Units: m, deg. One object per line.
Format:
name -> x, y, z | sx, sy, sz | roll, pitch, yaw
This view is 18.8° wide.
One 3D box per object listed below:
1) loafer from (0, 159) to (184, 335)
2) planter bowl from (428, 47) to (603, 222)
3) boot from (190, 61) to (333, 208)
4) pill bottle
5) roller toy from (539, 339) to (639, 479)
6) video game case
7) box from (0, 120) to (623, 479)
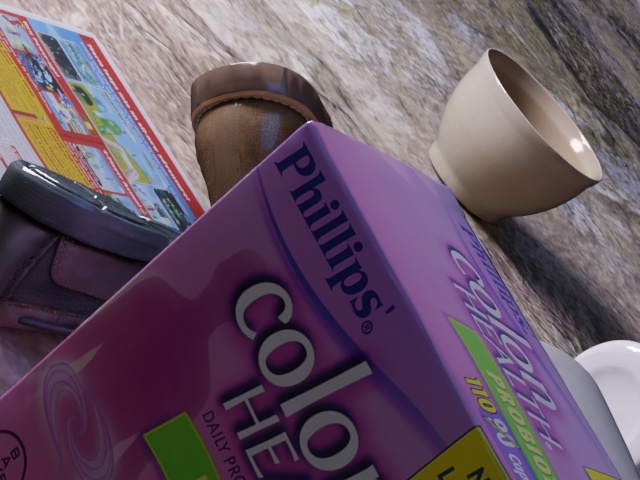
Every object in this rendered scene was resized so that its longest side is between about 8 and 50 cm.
loafer -> -0.098, 0.032, 1.073 | 0.096, 0.084, 0.267 | 30, 1, 37
planter bowl -> 0.171, -0.085, 1.811 | 0.162, 0.109, 0.162 | 42, 21, -20
boot -> 0.000, 0.000, 1.305 | 0.305, 0.112, 0.115 | 40, 42, -55
pill bottle -> 0.287, 0.168, 1.564 | 0.221, 0.121, 0.121 | 29, 28, -45
roller toy -> 0.076, 0.155, 1.017 | 0.209, 0.191, 0.146 | 34, 25, -38
video game case -> -0.175, -0.067, 1.146 | 0.204, 0.025, 0.285 | 56, 20, 21
box -> -0.015, 0.115, 0.817 | 0.117, 0.243, 0.213 | 24, 32, -52
